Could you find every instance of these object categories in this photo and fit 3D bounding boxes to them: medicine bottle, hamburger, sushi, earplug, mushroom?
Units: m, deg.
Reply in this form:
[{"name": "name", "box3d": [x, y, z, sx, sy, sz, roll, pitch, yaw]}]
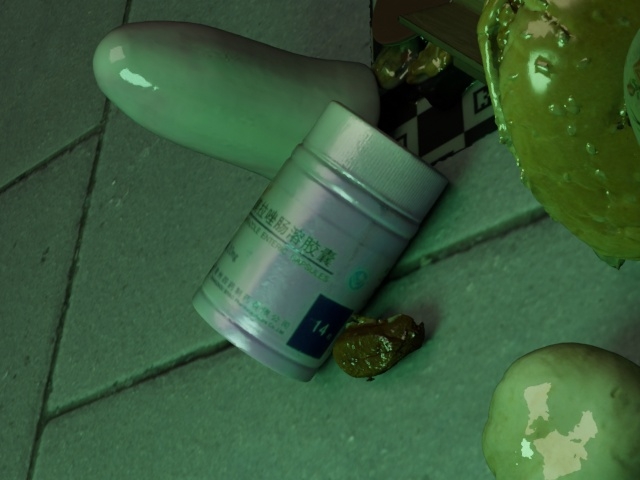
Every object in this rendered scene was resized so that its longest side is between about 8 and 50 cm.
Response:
[{"name": "medicine bottle", "box3d": [0.000, 0.000, 1.265, 0.254, 0.152, 0.152, -56, 35, 5]}, {"name": "hamburger", "box3d": [0.261, -0.115, 0.926, 0.259, 0.283, 0.144, -34, 31, 4]}, {"name": "sushi", "box3d": [0.160, -0.269, 1.350, 0.343, 0.064, 0.359, -29, 44, 35]}, {"name": "sushi", "box3d": [0.055, 0.101, 1.212, 0.118, 0.061, 0.060, -2, 22, 44]}, {"name": "earplug", "box3d": [-0.104, -0.159, 1.355, 0.172, 0.301, 0.172, -37, 44, 48]}, {"name": "mushroom", "box3d": [0.196, 0.155, 0.950, 0.154, 0.122, 0.154, -3, 70, 8]}]

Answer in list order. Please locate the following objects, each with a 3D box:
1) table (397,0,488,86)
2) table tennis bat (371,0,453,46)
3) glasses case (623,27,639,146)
[{"name": "table", "box3d": [0.186, -0.186, 1.149, 0.167, 0.167, 0.226, -54, 40, 6]}, {"name": "table tennis bat", "box3d": [0.138, -0.284, 1.319, 0.246, 0.022, 0.138, -18, 51, 51]}, {"name": "glasses case", "box3d": [0.315, 0.033, 0.743, 0.156, 0.098, 0.425, -39, 70, 56]}]
